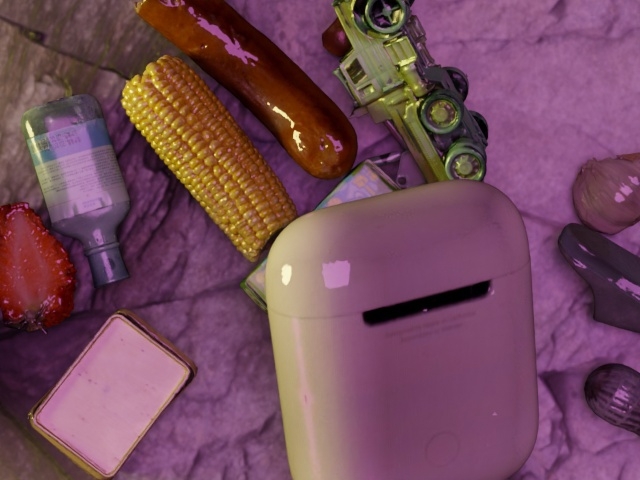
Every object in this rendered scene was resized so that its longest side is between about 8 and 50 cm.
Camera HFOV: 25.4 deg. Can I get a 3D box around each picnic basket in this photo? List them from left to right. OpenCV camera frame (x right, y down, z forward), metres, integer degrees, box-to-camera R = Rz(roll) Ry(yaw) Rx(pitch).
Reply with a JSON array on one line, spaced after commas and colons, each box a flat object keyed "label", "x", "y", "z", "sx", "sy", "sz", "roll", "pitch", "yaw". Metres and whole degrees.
[{"label": "picnic basket", "x": -0.224, "y": 0.166, "z": 1.537, "sx": 0.115, "sy": 0.079, "sz": 0.164, "roll": 40, "pitch": 83, "yaw": -1}]

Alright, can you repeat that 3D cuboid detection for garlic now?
[{"label": "garlic", "x": 0.342, "y": -0.056, "z": 1.611, "sx": 0.113, "sy": 0.074, "sz": 0.094, "roll": -44, "pitch": 102, "yaw": 9}]

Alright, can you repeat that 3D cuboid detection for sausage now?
[{"label": "sausage", "x": -0.074, "y": -0.182, "z": 1.558, "sx": 0.302, "sy": 0.103, "sz": 0.076, "roll": 42, "pitch": 111, "yaw": 2}, {"label": "sausage", "x": 0.052, "y": -0.261, "z": 1.606, "sx": 0.039, "sy": 0.041, "sz": 0.131, "roll": 44, "pitch": 84, "yaw": -8}]

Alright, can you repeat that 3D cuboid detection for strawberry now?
[{"label": "strawberry", "x": -0.318, "y": 0.032, "z": 1.552, "sx": 0.103, "sy": 0.048, "sz": 0.152, "roll": -11, "pitch": 75, "yaw": 0}]

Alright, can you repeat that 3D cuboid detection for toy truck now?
[{"label": "toy truck", "x": 0.085, "y": -0.164, "z": 1.551, "sx": 0.135, "sy": 0.128, "sz": 0.260, "roll": -21, "pitch": 107, "yaw": 17}]

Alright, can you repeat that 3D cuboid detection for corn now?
[{"label": "corn", "x": -0.120, "y": -0.093, "z": 1.555, "sx": 0.093, "sy": 0.093, "sz": 0.244, "roll": -39, "pitch": 96, "yaw": -6}]

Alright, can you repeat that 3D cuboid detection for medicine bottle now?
[{"label": "medicine bottle", "x": -0.259, "y": -0.053, "z": 1.557, "sx": 0.090, "sy": 0.054, "sz": 0.209, "roll": -17, "pitch": 91, "yaw": -8}]

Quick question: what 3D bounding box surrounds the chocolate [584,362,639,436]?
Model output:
[{"label": "chocolate", "x": 0.375, "y": 0.195, "z": 1.603, "sx": 0.167, "sy": 0.072, "sz": 0.072, "roll": 29, "pitch": 85, "yaw": -1}]

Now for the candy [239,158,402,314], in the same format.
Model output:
[{"label": "candy", "x": 0.000, "y": 0.000, "z": 1.559, "sx": 0.062, "sy": 0.097, "sz": 0.194, "roll": 45, "pitch": 83, "yaw": -3}]

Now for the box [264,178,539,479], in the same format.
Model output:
[{"label": "box", "x": 0.092, "y": 0.119, "z": 1.492, "sx": 0.288, "sy": 0.141, "sz": 0.349, "roll": -13, "pitch": 109, "yaw": -18}]

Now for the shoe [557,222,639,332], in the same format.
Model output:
[{"label": "shoe", "x": 0.339, "y": 0.058, "z": 1.615, "sx": 0.195, "sy": 0.079, "sz": 0.078, "roll": 36, "pitch": 119, "yaw": -11}]
